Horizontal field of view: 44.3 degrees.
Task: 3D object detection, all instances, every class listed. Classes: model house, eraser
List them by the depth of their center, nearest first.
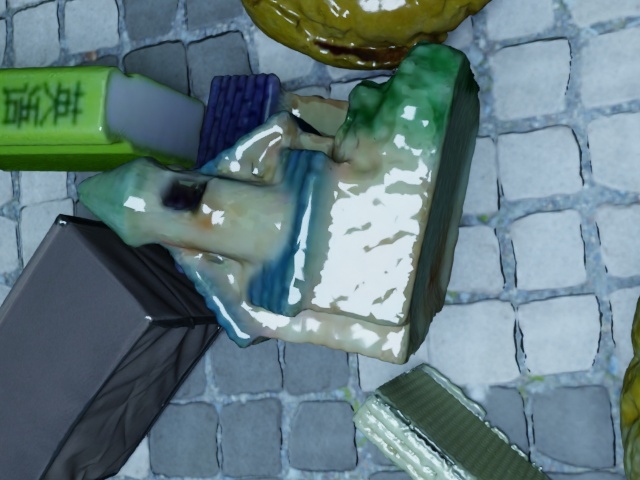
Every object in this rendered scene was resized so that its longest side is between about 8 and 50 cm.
[{"bbox_3d":[-0.026,-0.045,0.678,0.280,0.312,0.245,12,94,13],"label":"model house"},{"bbox_3d":[-0.287,-0.126,0.842,0.274,0.210,0.092,3,88,18],"label":"eraser"}]

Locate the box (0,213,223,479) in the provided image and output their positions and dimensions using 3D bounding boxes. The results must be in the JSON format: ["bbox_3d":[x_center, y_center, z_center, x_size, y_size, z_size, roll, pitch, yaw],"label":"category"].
[{"bbox_3d":[-0.240,0.125,0.822,0.153,0.188,0.252,40,98,18],"label":"box"}]

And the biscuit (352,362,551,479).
[{"bbox_3d":[0.151,0.216,0.692,0.252,0.150,0.052,40,107,16],"label":"biscuit"}]

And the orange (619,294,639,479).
[{"bbox_3d":[0.367,0.108,0.586,0.271,0.210,0.369,7,88,14],"label":"orange"}]

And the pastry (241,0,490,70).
[{"bbox_3d":[0.040,-0.337,0.729,0.356,0.164,0.356,5,105,18],"label":"pastry"}]
